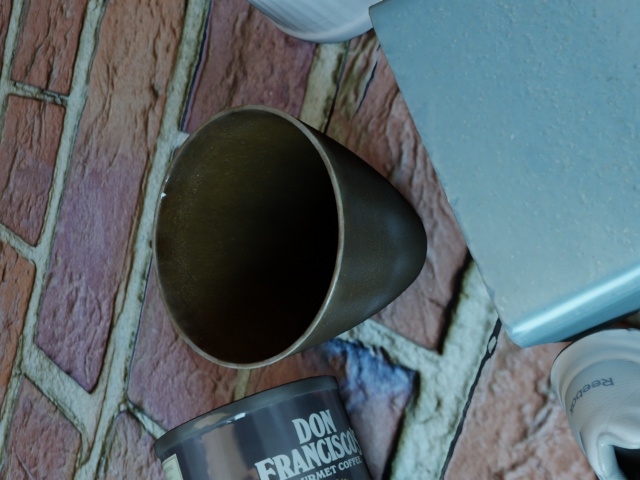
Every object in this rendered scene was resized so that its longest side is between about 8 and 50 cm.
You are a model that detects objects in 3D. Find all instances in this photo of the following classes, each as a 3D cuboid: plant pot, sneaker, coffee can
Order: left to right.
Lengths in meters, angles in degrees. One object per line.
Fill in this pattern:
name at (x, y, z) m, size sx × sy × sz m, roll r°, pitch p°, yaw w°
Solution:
coffee can at (-0.029, 0.300, 0.638) m, size 0.202 × 0.202 × 0.275 m, roll -34°, pitch 68°, yaw 31°
plant pot at (0.000, 0.000, 0.613) m, size 0.216 × 0.231 × 0.215 m, roll -2°, pitch 87°, yaw 37°
plant pot at (0.227, -0.087, 0.447) m, size 0.252 × 0.248 × 0.247 m, roll -27°, pitch 71°, yaw 24°
sneaker at (0.269, 0.195, 0.423) m, size 0.297 × 0.129 × 0.111 m, roll 40°, pitch 118°, yaw 3°

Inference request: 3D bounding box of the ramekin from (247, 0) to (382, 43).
ramekin at (-0.012, -0.368, 0.710) m, size 0.273 × 0.127 × 0.272 m, roll -3°, pitch 85°, yaw 38°
